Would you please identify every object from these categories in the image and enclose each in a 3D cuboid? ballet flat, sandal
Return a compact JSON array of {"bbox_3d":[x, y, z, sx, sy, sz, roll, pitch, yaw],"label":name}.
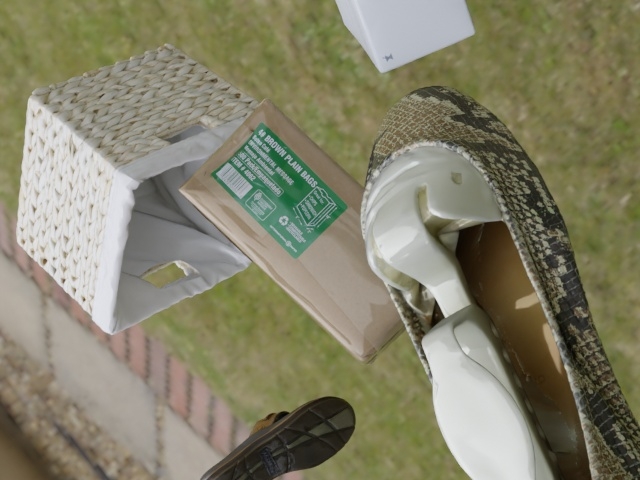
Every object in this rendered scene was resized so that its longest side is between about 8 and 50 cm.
[{"bbox_3d":[0.130,0.065,1.097,0.164,0.182,0.482,-36,64,30],"label":"ballet flat"},{"bbox_3d":[-0.058,0.250,1.688,0.060,0.219,0.090,40,156,51],"label":"sandal"}]

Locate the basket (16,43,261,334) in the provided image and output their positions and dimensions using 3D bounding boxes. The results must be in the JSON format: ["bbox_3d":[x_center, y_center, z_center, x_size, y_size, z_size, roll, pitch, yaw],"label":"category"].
[{"bbox_3d":[-0.278,-0.088,2.217,0.266,0.328,0.331,38,134,28],"label":"basket"}]

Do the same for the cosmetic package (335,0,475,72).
[{"bbox_3d":[0.077,-0.367,1.774,0.224,0.138,0.224,-111,-1,-63],"label":"cosmetic package"}]

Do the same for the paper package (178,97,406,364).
[{"bbox_3d":[0.000,0.000,1.832,0.325,0.168,0.309,44,177,6],"label":"paper package"}]
